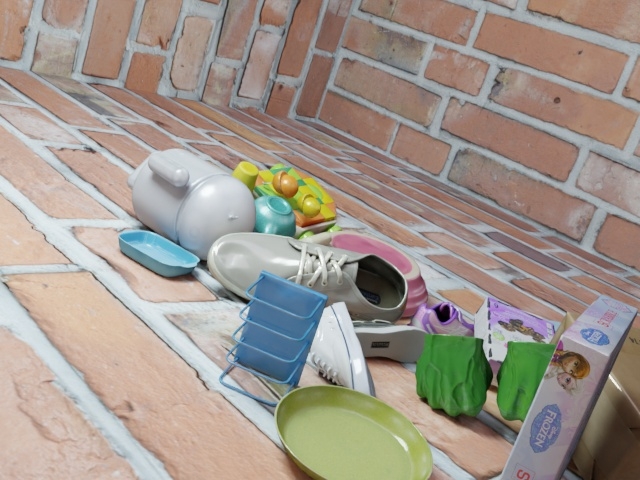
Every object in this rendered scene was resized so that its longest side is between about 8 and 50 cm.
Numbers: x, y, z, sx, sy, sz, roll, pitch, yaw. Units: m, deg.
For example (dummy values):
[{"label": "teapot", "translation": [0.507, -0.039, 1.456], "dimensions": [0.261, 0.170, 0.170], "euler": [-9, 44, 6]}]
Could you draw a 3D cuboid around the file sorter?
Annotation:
[{"label": "file sorter", "translation": [-0.078, 0.158, 1.176], "dimensions": [0.118, 0.170, 0.104], "euler": [21, 19, 8]}]

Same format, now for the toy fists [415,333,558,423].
[{"label": "toy fists", "translation": [0.308, 0.249, 1.311], "dimensions": [0.279, 0.142, 0.096], "euler": [4, -11, 15]}]

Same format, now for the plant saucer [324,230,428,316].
[{"label": "plant saucer", "translation": [0.113, 0.068, 1.800], "dimensions": [0.332, 0.084, 0.332], "euler": [16, 21, -6]}]

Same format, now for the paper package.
[{"label": "paper package", "translation": [0.593, 0.307, 1.343], "dimensions": [0.324, 0.168, 0.310], "euler": [12, 31, -22]}]

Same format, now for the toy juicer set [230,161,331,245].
[{"label": "toy juicer set", "translation": [-0.085, -0.051, 1.772], "dimensions": [0.209, 0.089, 0.329], "euler": [4, 42, -35]}]

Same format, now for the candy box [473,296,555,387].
[{"label": "candy box", "translation": [0.410, 0.230, 1.541], "dimensions": [0.164, 0.070, 0.196], "euler": [22, 36, -5]}]

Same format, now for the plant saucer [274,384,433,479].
[{"label": "plant saucer", "translation": [0.044, 0.297, 1.072], "dimensions": [0.240, 0.037, 0.241], "euler": [15, 20, -6]}]

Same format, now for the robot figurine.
[{"label": "robot figurine", "translation": [-0.286, -0.081, 1.665], "dimensions": [0.353, 0.200, 0.300], "euler": [31, -15, 34]}]

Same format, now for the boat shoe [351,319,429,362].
[{"label": "boat shoe", "translation": [0.123, 0.190, 1.461], "dimensions": [0.219, 0.078, 0.070], "euler": [8, 20, -27]}]

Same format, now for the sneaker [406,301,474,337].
[{"label": "sneaker", "translation": [0.286, 0.187, 1.608], "dimensions": [0.236, 0.105, 0.095], "euler": [9, 17, -35]}]

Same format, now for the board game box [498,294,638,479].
[{"label": "board game box", "translation": [0.353, 0.256, 1.074], "dimensions": [0.065, 0.319, 0.318], "euler": [25, 16, 25]}]

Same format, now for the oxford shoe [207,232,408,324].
[{"label": "oxford shoe", "translation": [-0.010, 0.067, 1.536], "dimensions": [0.449, 0.130, 0.169], "euler": [16, 60, -14]}]

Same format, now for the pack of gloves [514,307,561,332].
[{"label": "pack of gloves", "translation": [0.577, 0.262, 1.839], "dimensions": [0.232, 0.046, 0.195], "euler": [17, 27, 5]}]

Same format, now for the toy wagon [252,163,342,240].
[{"label": "toy wagon", "translation": [-0.098, -0.091, 1.927], "dimensions": [0.267, 0.068, 0.344], "euler": [48, 32, 19]}]

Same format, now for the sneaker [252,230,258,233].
[{"label": "sneaker", "translation": [-0.158, -0.060, 1.961], "dimensions": [0.067, 0.078, 0.188], "euler": [17, 18, -8]}]

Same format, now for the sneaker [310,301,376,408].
[{"label": "sneaker", "translation": [0.033, 0.213, 1.295], "dimensions": [0.091, 0.094, 0.258], "euler": [-20, 32, 0]}]

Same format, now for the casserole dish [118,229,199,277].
[{"label": "casserole dish", "translation": [-0.341, 0.029, 1.539], "dimensions": [0.188, 0.037, 0.114], "euler": [26, 18, 25]}]
